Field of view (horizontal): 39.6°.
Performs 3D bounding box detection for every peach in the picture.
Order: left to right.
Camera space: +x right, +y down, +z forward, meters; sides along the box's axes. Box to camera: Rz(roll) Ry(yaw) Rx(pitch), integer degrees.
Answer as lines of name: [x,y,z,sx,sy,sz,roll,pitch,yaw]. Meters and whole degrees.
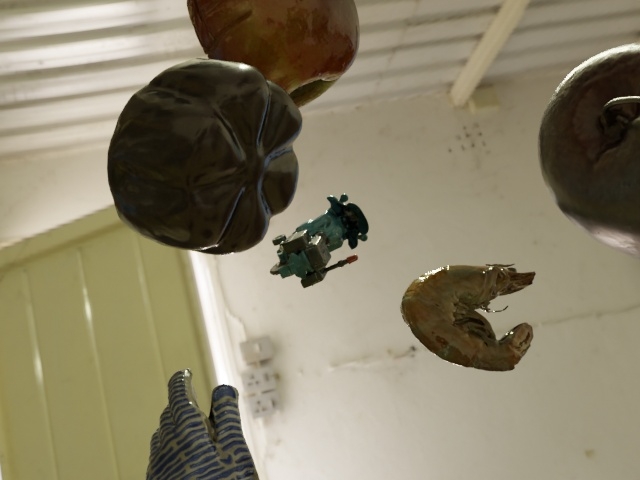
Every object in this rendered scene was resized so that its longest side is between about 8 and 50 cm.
peach: [-0.072,-0.348,1.382,0.245,0.275,0.248,-30,-2,-1]

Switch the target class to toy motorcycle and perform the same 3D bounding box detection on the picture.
toy motorcycle: [0.000,0.000,1.782,0.182,0.124,0.272,-21,15,22]

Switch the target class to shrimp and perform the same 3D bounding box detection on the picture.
shrimp: [0.131,0.053,0.685,0.162,0.095,0.045,-12,-51,-40]

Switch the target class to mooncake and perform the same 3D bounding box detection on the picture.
mooncake: [-0.129,-0.096,1.065,0.133,0.245,0.245,18,-1,31]

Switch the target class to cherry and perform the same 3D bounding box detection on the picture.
cherry: [0.196,-0.028,0.443,0.115,0.148,0.188,-28,30,-21]

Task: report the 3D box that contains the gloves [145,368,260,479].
gloves: [-0.116,0.230,0.880,0.119,0.229,0.097,-25,-36,4]
